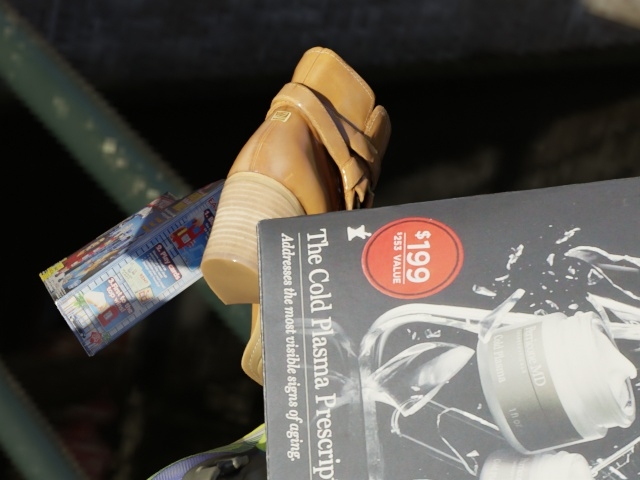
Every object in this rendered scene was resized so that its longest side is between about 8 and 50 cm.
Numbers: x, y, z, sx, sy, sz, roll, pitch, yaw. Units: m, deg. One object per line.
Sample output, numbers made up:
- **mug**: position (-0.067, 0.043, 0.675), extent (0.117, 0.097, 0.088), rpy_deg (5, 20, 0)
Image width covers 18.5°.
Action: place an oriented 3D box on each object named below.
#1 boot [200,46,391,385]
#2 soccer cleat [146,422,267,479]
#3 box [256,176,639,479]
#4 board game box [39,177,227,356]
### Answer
- **boot**: position (0.000, 0.000, 1.618), extent (0.109, 0.283, 0.220), rpy_deg (3, 55, 31)
- **soccer cleat**: position (-0.066, 0.200, 1.562), extent (0.289, 0.121, 0.093), rpy_deg (-9, 79, -63)
- **box**: position (0.126, 0.150, 1.288), extent (0.312, 0.179, 0.343), rpy_deg (-6, 53, 3)
- **board game box**: position (-0.149, 0.013, 1.755), extent (0.194, 0.060, 0.194), rpy_deg (-32, 12, -6)
